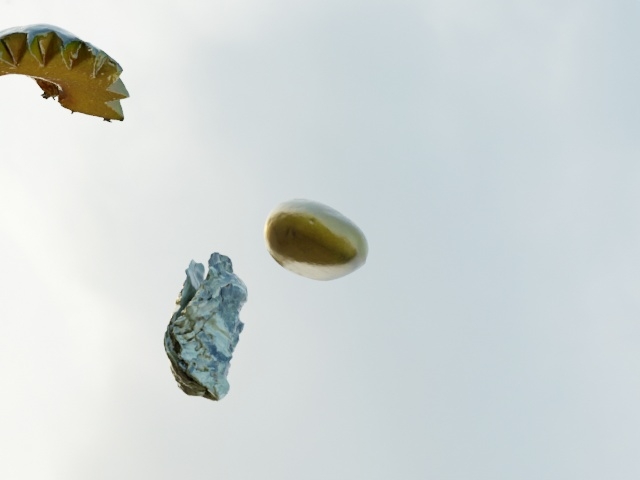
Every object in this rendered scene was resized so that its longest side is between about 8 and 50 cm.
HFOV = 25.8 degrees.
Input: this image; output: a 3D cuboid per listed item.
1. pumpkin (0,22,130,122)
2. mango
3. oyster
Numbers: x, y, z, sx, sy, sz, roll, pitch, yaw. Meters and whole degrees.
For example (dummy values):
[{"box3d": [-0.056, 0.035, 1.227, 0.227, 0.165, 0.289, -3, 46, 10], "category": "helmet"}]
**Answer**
[{"box3d": [-0.390, -0.269, 1.973, 0.149, 0.254, 0.130, -104, -149, -42], "category": "pumpkin"}, {"box3d": [0.000, 0.000, 1.904, 0.137, 0.098, 0.195, 36, -16, -31], "category": "mango"}, {"box3d": [-0.196, 0.163, 2.447, 0.158, 0.351, 0.162, -33, -60, 19], "category": "oyster"}]
